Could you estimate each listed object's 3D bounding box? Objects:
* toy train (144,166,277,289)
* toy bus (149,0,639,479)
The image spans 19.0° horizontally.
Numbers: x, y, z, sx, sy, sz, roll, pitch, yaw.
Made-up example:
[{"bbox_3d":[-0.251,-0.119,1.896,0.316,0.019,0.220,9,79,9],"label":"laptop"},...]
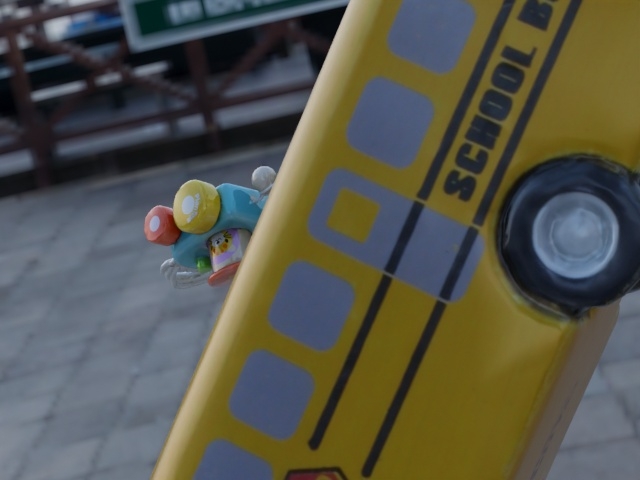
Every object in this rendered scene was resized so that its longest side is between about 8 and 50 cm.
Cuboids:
[{"bbox_3d":[0.000,0.000,0.934,0.166,0.046,0.125,-15,-28,1],"label":"toy train"},{"bbox_3d":[0.036,0.038,0.679,0.130,0.332,0.108,25,8,14],"label":"toy bus"}]
